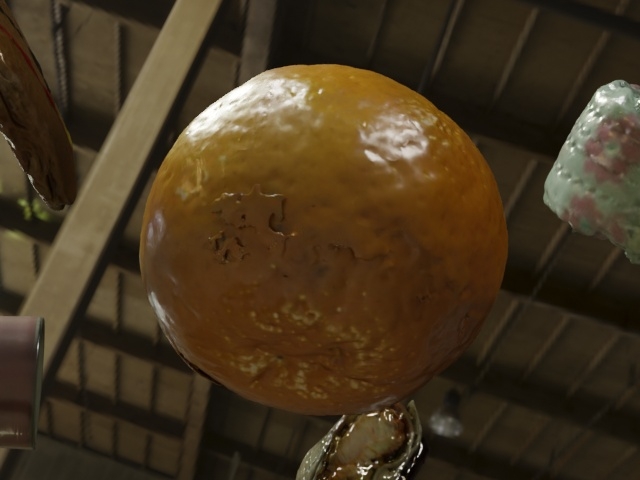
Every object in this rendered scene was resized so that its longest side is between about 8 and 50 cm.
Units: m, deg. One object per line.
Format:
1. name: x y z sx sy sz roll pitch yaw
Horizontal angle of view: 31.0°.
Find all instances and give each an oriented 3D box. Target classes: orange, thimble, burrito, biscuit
1. orange: 0.001 0.001 0.687 0.219 0.193 0.219 0 -23 0
2. thimble: 0.331 -0.063 1.147 0.185 0.211 0.149 27 -74 5
3. burrito: 0.041 0.239 1.235 0.107 0.175 0.348 31 -6 5
4. biscuit: -0.281 -0.130 1.118 0.052 0.277 0.262 -26 -52 -6

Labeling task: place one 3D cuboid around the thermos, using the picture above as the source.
1. thermos: -0.438 0.161 1.252 0.265 0.146 0.176 2 -65 -10
